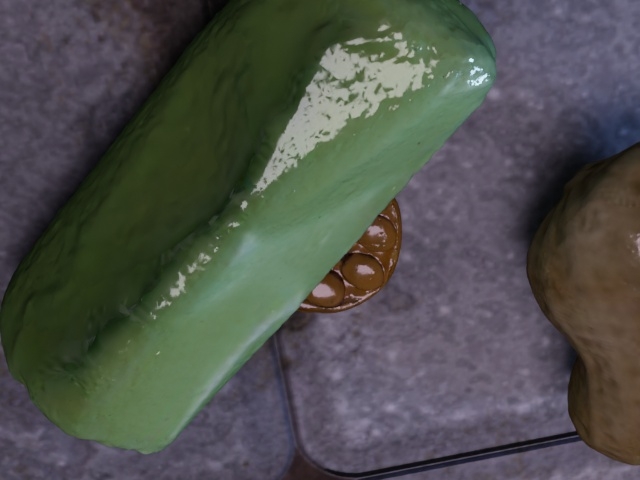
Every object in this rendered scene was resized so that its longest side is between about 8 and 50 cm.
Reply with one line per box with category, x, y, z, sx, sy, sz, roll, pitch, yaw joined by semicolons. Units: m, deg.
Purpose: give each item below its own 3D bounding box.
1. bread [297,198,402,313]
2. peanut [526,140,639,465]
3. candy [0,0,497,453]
bread;0.000;0.000;0.933;0.110;0.024;0.110;-4;119;-7
peanut;0.206;0.046;0.937;0.122;0.137;0.253;-41;128;-34
candy;-0.052;-0.026;0.850;0.132;0.142;0.343;28;116;-33
